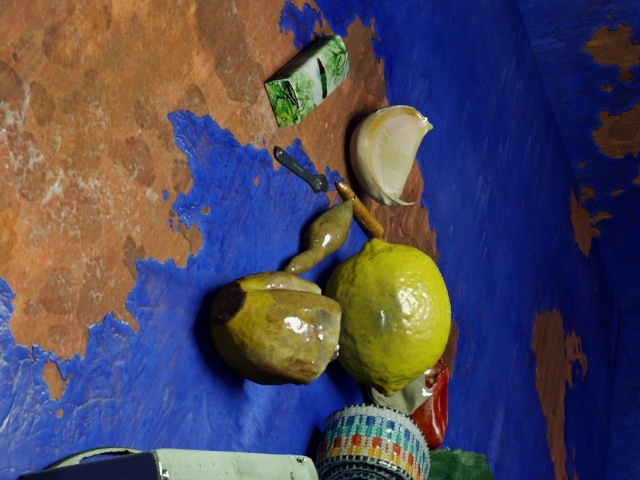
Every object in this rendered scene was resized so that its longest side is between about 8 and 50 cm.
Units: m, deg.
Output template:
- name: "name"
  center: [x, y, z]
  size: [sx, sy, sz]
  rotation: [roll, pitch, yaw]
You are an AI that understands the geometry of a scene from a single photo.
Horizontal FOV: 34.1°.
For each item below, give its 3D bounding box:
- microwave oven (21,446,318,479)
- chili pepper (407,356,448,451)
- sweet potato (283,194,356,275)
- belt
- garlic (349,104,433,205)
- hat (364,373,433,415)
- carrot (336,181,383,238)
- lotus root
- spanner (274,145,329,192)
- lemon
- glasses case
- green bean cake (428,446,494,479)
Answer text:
- name: "microwave oven"
  center: [-0.173, 0.435, 1.368]
  size: [0.394, 0.247, 0.332]
  rotation: [24, 62, -59]
- name: "chili pepper"
  center: [0.240, 0.383, 2.326]
  size: [0.136, 0.144, 0.252]
  rotation: [-21, 117, -17]
- name: "sweet potato"
  center: [-0.001, 0.003, 1.998]
  size: [0.269, 0.075, 0.074]
  rotation: [-49, 127, -45]
- name: "belt"
  center: [0.097, 0.445, 1.935]
  size: [0.160, 0.207, 0.295]
  rotation: [-75, 160, -44]
- name: "garlic"
  center: [0.142, -0.181, 2.223]
  size: [0.145, 0.164, 0.244]
  rotation: [70, 31, -59]
- name: "hat"
  center: [0.141, 0.278, 2.221]
  size: [0.166, 0.144, 0.173]
  rotation: [44, -4, -12]
- name: "carrot"
  center: [0.083, -0.065, 2.214]
  size: [0.190, 0.037, 0.037]
  rotation: [51, 41, -43]
- name: "lotus root"
  center: [-0.088, 0.122, 1.693]
  size: [0.180, 0.188, 0.199]
  rotation: [36, 53, -37]
- name: "spanner"
  center: [-0.035, -0.137, 2.033]
  size: [0.208, 0.012, 0.046]
  rotation: [33, 54, -55]
- name: "lemon"
  center: [0.132, 0.148, 2.020]
  size: [0.253, 0.254, 0.310]
  rotation: [2, 81, -62]
- name: "glasses case"
  center: [-0.019, -0.319, 2.055]
  size: [0.272, 0.062, 0.095]
  rotation: [-53, 129, -53]
- name: "green bean cake"
  center: [0.265, 0.568, 2.263]
  size: [0.308, 0.169, 0.300]
  rotation: [-56, 133, -53]
